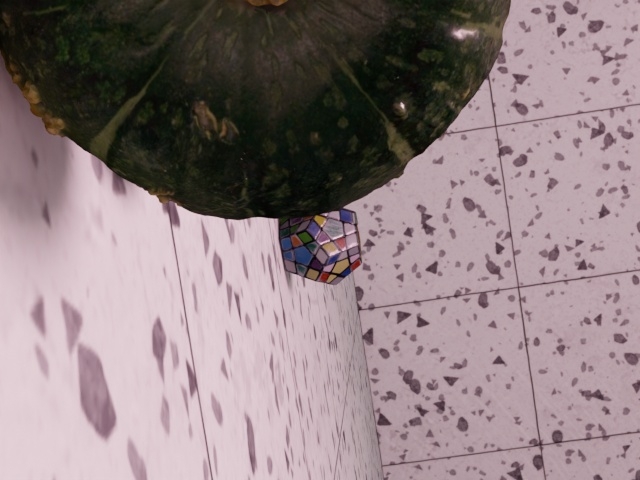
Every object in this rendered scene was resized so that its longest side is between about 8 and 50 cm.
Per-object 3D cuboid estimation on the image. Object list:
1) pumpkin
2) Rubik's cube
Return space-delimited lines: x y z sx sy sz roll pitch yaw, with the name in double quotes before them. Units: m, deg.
"pumpkin" -0.027 -0.099 0.358 0.146 0.190 0.190 -18 100 -77
"Rubik's cube" 0.000 0.000 1.188 0.111 0.111 0.093 -56 165 -84
